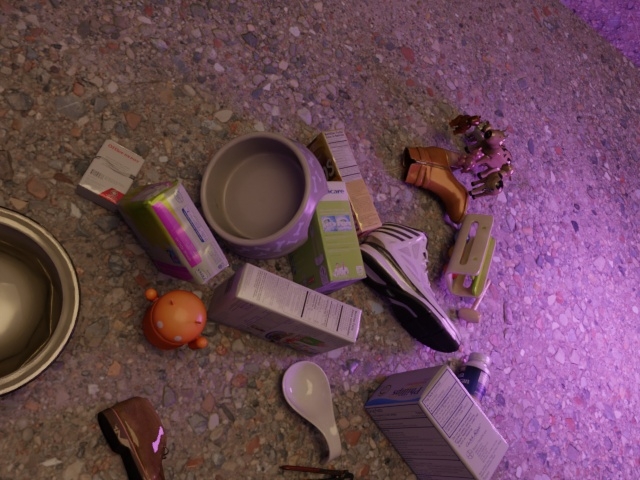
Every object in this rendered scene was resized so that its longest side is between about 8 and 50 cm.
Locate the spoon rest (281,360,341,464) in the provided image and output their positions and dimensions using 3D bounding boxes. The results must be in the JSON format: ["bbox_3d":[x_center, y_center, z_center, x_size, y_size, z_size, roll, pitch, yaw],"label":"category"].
[{"bbox_3d":[-0.011,0.455,1.477,0.137,0.084,0.277,-19,83,-33],"label":"spoon rest"}]

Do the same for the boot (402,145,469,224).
[{"bbox_3d":[0.396,-0.197,1.928,0.220,0.109,0.284,4,79,-22],"label":"boot"}]

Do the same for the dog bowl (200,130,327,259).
[{"bbox_3d":[-0.160,-0.128,1.468,0.348,0.102,0.349,-3,79,14],"label":"dog bowl"}]

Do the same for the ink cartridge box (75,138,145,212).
[{"bbox_3d":[-0.535,-0.165,1.418,0.109,0.063,0.151,30,60,-18],"label":"ink cartridge box"}]

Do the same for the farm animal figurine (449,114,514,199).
[{"bbox_3d":[0.607,-0.307,1.982,0.326,0.172,0.331,6,68,-58],"label":"farm animal figurine"}]

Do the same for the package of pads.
[{"bbox_3d":[-0.358,-0.023,1.300,0.101,0.296,0.229,-38,111,-25],"label":"package of pads"}]

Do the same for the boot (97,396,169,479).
[{"bbox_3d":[-0.379,0.497,1.250,0.115,0.112,0.306,-22,82,-44],"label":"boot"}]

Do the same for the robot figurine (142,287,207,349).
[{"bbox_3d":[-0.345,0.186,1.304,0.128,0.219,0.158,-4,75,-31],"label":"robot figurine"}]

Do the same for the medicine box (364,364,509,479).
[{"bbox_3d":[0.312,0.511,1.528,0.149,0.263,0.289,-39,94,-34],"label":"medicine box"}]

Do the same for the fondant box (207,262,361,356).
[{"bbox_3d":[-0.098,0.190,1.431,0.330,0.238,0.096,25,61,-19],"label":"fondant box"}]

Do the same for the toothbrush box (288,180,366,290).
[{"bbox_3d":[0.000,0.000,1.573,0.122,0.206,0.284,-5,74,-31],"label":"toothbrush box"}]

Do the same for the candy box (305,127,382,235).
[{"bbox_3d":[0.049,-0.151,1.668,0.087,0.183,0.317,-17,81,-34],"label":"candy box"}]

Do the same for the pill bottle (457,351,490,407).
[{"bbox_3d":[0.480,0.442,1.748,0.094,0.094,0.169,37,58,-13],"label":"pill bottle"}]

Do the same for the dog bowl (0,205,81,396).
[{"bbox_3d":[-0.724,0.136,1.154,0.407,0.150,0.409,10,69,-25],"label":"dog bowl"}]

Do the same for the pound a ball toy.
[{"bbox_3d":[0.499,0.092,1.877,0.319,0.135,0.208,-62,145,-36],"label":"pound a ball toy"}]

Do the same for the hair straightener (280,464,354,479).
[{"bbox_3d":[-0.002,0.639,1.446,0.230,0.047,0.089,16,65,-28],"label":"hair straightener"}]

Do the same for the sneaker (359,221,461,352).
[{"bbox_3d":[0.319,0.120,1.729,0.447,0.169,0.257,48,59,-3],"label":"sneaker"}]
